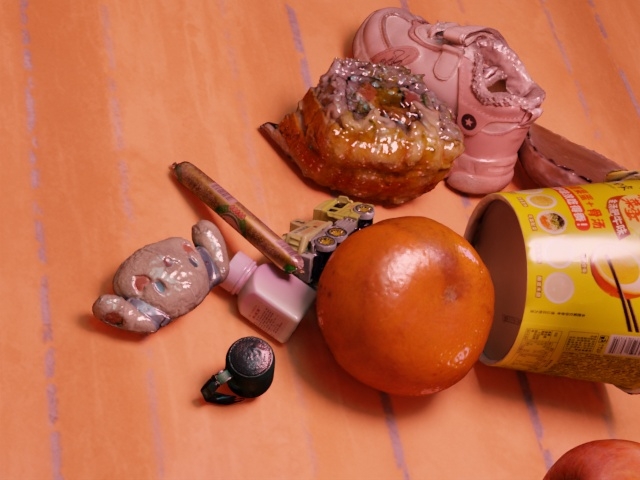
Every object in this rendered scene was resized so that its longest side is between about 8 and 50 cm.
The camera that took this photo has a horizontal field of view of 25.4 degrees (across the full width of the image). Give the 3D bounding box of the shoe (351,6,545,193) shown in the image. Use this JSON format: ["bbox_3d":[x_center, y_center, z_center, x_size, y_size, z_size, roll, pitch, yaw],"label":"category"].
[{"bbox_3d":[0.210,-0.254,2.178,0.172,0.198,0.351,-20,64,-43],"label":"shoe"}]

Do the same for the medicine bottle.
[{"bbox_3d":[-0.070,0.068,1.813,0.118,0.055,0.074,35,38,2],"label":"medicine bottle"}]

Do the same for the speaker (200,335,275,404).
[{"bbox_3d":[-0.094,0.164,1.697,0.060,0.075,0.094,33,66,12],"label":"speaker"}]

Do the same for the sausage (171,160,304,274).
[{"bbox_3d":[-0.109,-0.032,1.859,0.033,0.033,0.269,-19,47,-41],"label":"sausage"}]

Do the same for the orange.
[{"bbox_3d":[0.104,0.082,1.802,0.240,0.171,0.240,1,88,-32],"label":"orange"}]

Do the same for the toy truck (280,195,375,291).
[{"bbox_3d":[0.000,0.000,1.895,0.100,0.077,0.169,17,31,23],"label":"toy truck"}]

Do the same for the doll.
[{"bbox_3d":[-0.190,0.049,1.746,0.103,0.071,0.214,47,51,8],"label":"doll"}]

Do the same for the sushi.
[{"bbox_3d":[0.067,-0.159,2.044,0.274,0.139,0.184,8,50,-25],"label":"sushi"}]

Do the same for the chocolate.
[{"bbox_3d":[0.409,-0.087,2.227,0.261,0.083,0.161,26,24,-13],"label":"chocolate"}]

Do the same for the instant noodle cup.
[{"bbox_3d":[0.328,0.052,1.912,0.221,0.311,0.311,3,49,-18],"label":"instant noodle cup"}]

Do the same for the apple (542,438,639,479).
[{"bbox_3d":[0.365,0.362,1.679,0.253,0.253,0.254,17,44,-17],"label":"apple"}]
